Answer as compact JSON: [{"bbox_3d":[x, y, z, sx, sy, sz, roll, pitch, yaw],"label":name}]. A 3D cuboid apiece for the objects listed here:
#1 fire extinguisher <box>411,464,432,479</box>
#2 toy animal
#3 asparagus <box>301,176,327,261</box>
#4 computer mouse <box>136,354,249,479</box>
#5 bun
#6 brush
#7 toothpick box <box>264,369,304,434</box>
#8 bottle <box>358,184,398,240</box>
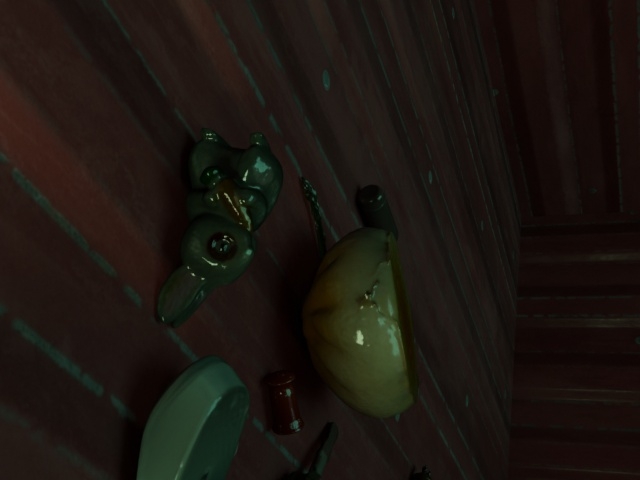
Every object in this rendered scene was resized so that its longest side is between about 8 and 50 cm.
[{"bbox_3d":[0.219,0.573,1.707,0.177,0.050,0.062,-67,166,-46],"label":"fire extinguisher"},{"bbox_3d":[-0.107,-0.012,0.887,0.138,0.108,0.236,42,50,-61],"label":"toy animal"},{"bbox_3d":[0.000,0.000,1.268,0.022,0.023,0.233,36,-37,58],"label":"asparagus"},{"bbox_3d":[-0.147,0.233,0.814,0.128,0.079,0.231,35,72,-65],"label":"computer mouse"},{"bbox_3d":[0.054,0.130,1.198,0.299,0.164,0.299,-10,90,-81],"label":"bun"},{"bbox_3d":[-0.009,0.357,1.155,0.301,0.071,0.084,-45,126,-68],"label":"brush"},{"bbox_3d":[-0.051,0.226,1.079,0.047,0.047,0.083,-37,121,-64],"label":"toothpick box"},{"bbox_3d":[0.115,-0.047,1.511,0.140,0.053,0.053,64,32,-44],"label":"bottle"}]
